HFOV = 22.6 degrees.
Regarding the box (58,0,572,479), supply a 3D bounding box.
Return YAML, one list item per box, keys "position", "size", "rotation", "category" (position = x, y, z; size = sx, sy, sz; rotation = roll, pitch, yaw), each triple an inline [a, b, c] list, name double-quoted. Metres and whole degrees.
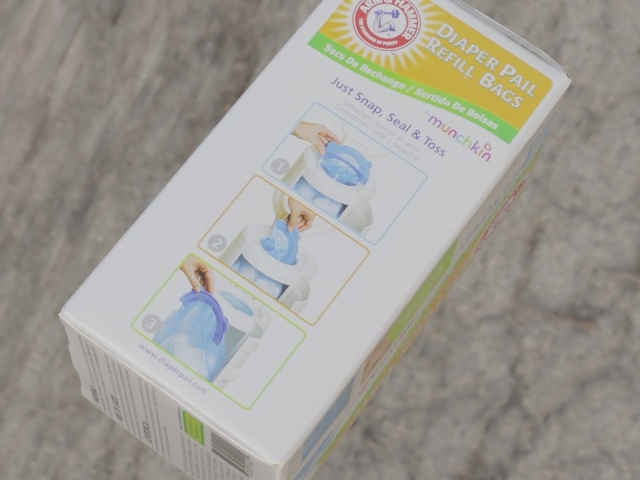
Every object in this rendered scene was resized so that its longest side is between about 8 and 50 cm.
- position: [0.000, 0.000, 0.659]
  size: [0.203, 0.103, 0.114]
  rotation: [-52, -11, -19]
  category: "box"
